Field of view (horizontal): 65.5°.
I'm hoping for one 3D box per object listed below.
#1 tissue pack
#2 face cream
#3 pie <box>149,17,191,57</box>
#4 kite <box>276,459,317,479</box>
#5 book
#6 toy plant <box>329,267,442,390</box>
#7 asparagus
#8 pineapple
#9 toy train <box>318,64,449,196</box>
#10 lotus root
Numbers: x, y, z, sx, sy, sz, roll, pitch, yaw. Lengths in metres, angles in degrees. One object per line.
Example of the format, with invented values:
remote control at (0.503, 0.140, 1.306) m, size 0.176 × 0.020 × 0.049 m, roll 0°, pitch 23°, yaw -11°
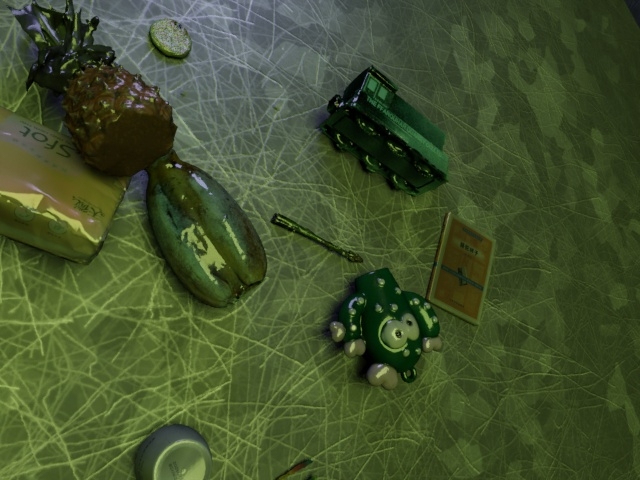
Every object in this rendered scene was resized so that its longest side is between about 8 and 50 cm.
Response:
tissue pack at (-0.435, -0.085, 0.745) m, size 0.256 × 0.123 × 0.215 m, roll 25°, pitch 35°, yaw -24°
face cream at (-0.232, 0.358, 0.796) m, size 0.117 × 0.104 × 0.117 m, roll 7°, pitch 77°, yaw -29°
pie at (-0.293, -0.398, 0.981) m, size 0.085 × 0.017 × 0.085 m, roll 8°, pitch 75°, yaw -29°
kite at (-0.108, 0.506, 0.887) m, size 0.285 × 0.015 × 0.152 m, roll -24°, pitch 94°, yaw -28°
book at (0.355, 0.070, 1.240) m, size 0.170 × 0.018 × 0.242 m, roll 27°, pitch 67°, yaw -21°
toy plant at (0.143, 0.183, 1.042) m, size 0.243 × 0.112 × 0.232 m, roll 49°, pitch 59°, yaw -5°
asparagus at (0.000, 0.000, 1.056) m, size 0.232 × 0.023 × 0.022 m, roll 27°, pitch 112°, yaw -21°
pineapple at (-0.374, -0.258, 0.783) m, size 0.165 × 0.165 × 0.364 m, roll -29°, pitch 66°, yaw -31°
toy train at (0.164, -0.247, 1.139) m, size 0.330 × 0.138 × 0.178 m, roll 31°, pitch 61°, yaw -21°
lotus root at (-0.218, -0.034, 0.880) m, size 0.158 × 0.140 × 0.322 m, roll -32°, pitch 89°, yaw -6°
